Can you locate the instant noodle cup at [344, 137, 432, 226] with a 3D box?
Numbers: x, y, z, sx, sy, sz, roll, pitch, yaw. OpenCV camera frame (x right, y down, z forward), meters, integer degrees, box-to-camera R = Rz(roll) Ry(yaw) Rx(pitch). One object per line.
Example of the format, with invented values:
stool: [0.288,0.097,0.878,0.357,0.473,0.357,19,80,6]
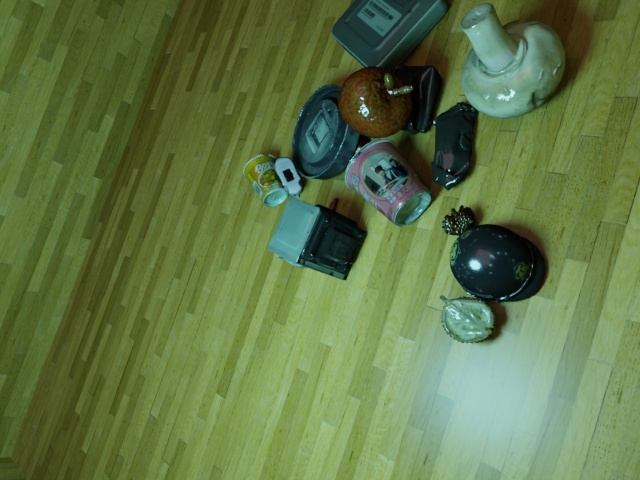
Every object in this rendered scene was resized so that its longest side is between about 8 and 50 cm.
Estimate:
instant noodle cup: [0.244,-0.189,1.805,0.244,0.244,0.255,-47,60,17]

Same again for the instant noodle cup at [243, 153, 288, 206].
instant noodle cup: [-0.226,-0.252,2.245,0.168,0.168,0.185,-40,62,22]

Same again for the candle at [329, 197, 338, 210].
candle: [0.035,-0.088,2.056,0.026,0.021,0.167,15,84,21]

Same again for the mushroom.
mushroom: [0.579,-0.563,1.640,0.315,0.315,0.356,-43,87,20]

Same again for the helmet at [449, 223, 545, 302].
helmet: [0.502,0.059,1.539,0.279,0.160,0.230,22,88,42]

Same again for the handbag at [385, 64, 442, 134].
handbag: [0.297,-0.515,1.940,0.285,0.113,0.257,8,89,38]

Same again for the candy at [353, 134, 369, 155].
candy: [0.149,-0.398,2.031,0.059,0.086,0.292,-26,61,41]

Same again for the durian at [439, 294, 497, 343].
durian: [0.438,0.228,1.571,0.188,0.091,0.148,39,100,18]

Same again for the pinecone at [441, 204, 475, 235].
pinecone: [0.440,-0.056,1.670,0.109,0.102,0.102,-45,49,45]

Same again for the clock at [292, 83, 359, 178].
clock: [0.018,-0.428,2.085,0.386,0.076,0.386,-18,68,51]

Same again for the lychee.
lychee: [0.193,-0.473,1.788,0.300,0.255,0.255,-7,68,66]

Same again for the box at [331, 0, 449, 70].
box: [0.268,-0.893,2.091,0.396,0.111,0.396,-47,51,15]

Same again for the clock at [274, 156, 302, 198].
clock: [-0.132,-0.262,2.168,0.080,0.117,0.176,-25,80,-4]

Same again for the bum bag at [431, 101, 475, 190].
bum bag: [0.447,-0.321,1.773,0.142,0.080,0.326,1,72,32]

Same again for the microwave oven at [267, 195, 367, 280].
microwave oven: [0.000,0.000,1.872,0.181,0.295,0.237,26,91,42]
